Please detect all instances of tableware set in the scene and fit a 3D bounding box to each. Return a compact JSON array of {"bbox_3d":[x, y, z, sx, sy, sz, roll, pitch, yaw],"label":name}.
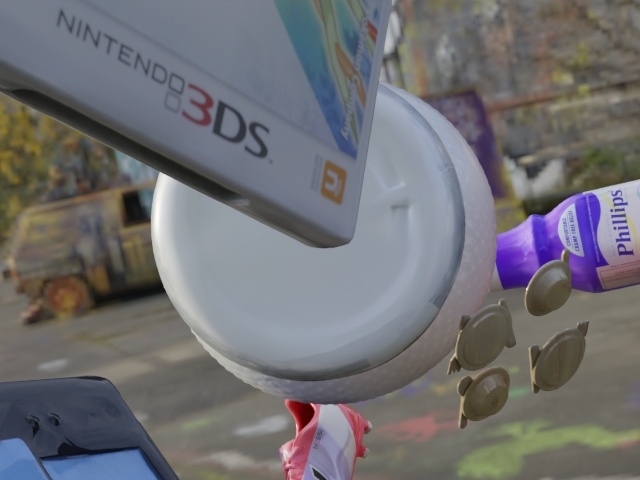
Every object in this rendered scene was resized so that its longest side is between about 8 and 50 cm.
[{"bbox_3d":[0.176,0.093,1.289,0.168,0.141,0.020,-26,40,-26],"label":"tableware set"}]

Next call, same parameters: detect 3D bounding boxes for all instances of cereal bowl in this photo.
[{"bbox_3d":[0.007,-0.006,1.435,0.339,0.339,0.141,-12,-7,3],"label":"cereal bowl"}]

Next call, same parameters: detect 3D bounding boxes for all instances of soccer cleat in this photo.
[{"bbox_3d":[-0.006,0.250,1.468,0.095,0.083,0.248,26,35,-10],"label":"soccer cleat"}]

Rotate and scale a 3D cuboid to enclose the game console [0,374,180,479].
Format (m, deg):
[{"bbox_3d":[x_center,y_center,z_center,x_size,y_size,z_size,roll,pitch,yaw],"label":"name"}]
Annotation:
[{"bbox_3d":[-0.234,0.278,1.358,0.342,0.386,0.060,-4,-45,-47],"label":"game console"}]

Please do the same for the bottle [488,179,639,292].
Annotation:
[{"bbox_3d":[0.325,-0.001,1.687,0.282,0.118,0.092,-12,-29,15],"label":"bottle"}]

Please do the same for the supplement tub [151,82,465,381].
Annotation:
[{"bbox_3d":[0.000,0.000,1.084,0.207,0.207,0.338,-12,-6,3],"label":"supplement tub"}]

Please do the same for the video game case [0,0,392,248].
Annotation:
[{"bbox_3d":[-0.057,-0.196,0.706,0.036,0.329,0.300,-3,-20,38],"label":"video game case"}]
